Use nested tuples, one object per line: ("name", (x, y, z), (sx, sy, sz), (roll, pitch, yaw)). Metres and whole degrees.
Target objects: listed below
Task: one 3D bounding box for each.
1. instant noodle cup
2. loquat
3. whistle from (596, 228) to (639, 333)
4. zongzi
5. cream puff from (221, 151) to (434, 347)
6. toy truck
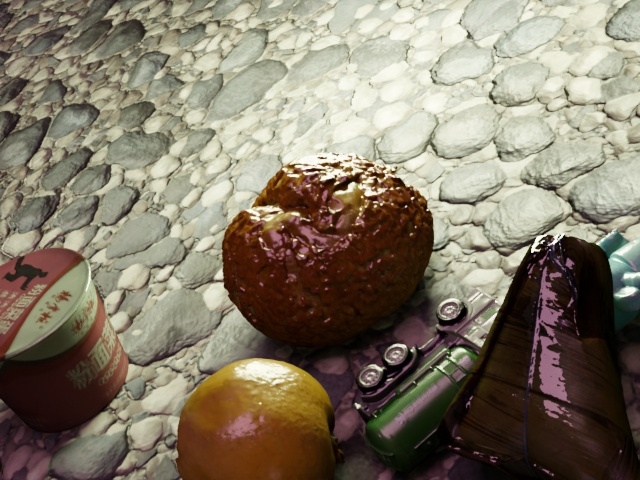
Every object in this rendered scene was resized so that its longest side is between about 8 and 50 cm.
("instant noodle cup", (-0.392, 0.149, 2.257), (0.235, 0.178, 0.234), (-19, 36, 14))
("loquat", (-0.072, 0.247, 1.896), (0.208, 0.208, 0.208), (-18, 36, 14))
("whistle", (0.366, 0.058, 1.933), (0.274, 0.093, 0.186), (-33, 17, -12))
("zongzi", (0.309, 0.160, 1.758), (0.300, 0.138, 0.286), (27, 93, 41))
("cream puff", (0.000, 0.000, 2.153), (0.303, 0.212, 0.303), (-18, 41, 16))
("toy truck", (0.148, 0.174, 1.927), (0.242, 0.101, 0.125), (-41, 41, -13))
